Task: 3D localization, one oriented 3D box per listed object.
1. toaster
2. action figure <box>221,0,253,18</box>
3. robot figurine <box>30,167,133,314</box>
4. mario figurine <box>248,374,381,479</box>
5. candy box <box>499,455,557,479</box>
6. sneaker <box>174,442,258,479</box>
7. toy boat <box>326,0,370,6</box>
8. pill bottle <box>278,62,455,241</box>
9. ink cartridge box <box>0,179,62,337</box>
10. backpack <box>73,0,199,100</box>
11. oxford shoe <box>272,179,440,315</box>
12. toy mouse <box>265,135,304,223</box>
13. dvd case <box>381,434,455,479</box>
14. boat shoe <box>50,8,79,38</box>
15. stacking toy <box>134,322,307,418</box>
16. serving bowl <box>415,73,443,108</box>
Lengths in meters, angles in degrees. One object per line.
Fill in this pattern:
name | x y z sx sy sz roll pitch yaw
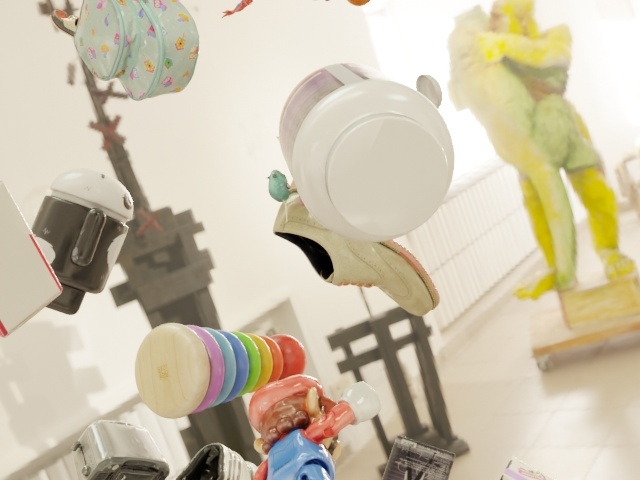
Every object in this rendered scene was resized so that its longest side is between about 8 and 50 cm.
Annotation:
toaster | -0.437 0.486 1.863 0.227 0.129 0.146 20 21 -43
action figure | -0.133 -0.580 1.908 0.280 0.092 0.139 -27 15 -35
robot figurine | -0.468 0.000 1.630 0.209 0.278 0.173 16 -8 27
mario figurine | -0.003 0.310 1.146 0.198 0.170 0.321 -9 28 0
candy box | 0.394 0.533 1.591 0.164 0.196 0.070 26 28 20
sneaker | -0.244 0.632 1.730 0.169 0.257 0.448 -8 53 19
toy boat | 0.049 -0.499 1.549 0.151 0.151 0.231 -28 -11 -12
pill bottle | 0.049 -0.107 0.999 0.181 0.182 0.323 -20 18 0
ink cartridge box | -0.458 0.003 1.052 0.237 0.172 0.100 12 43 38
backpack | -0.275 -0.307 1.275 0.144 0.188 0.166 -25 -24 -46
oxford shoe | 0.066 0.047 1.668 0.140 0.397 0.147 -24 32 60
toy mouse | -0.048 -0.100 1.485 0.161 0.143 0.031 22 4 33
dvd case | 0.245 0.641 2.221 0.164 0.018 0.221 15 65 18
boat shoe | -0.521 -0.455 1.805 0.049 0.137 0.043 -34 -19 -51
stacking toy | -0.135 0.204 1.366 0.141 0.141 0.330 -15 -13 33
serving bowl | 0.235 -0.315 1.789 0.027 0.083 0.083 -22 9 -19
